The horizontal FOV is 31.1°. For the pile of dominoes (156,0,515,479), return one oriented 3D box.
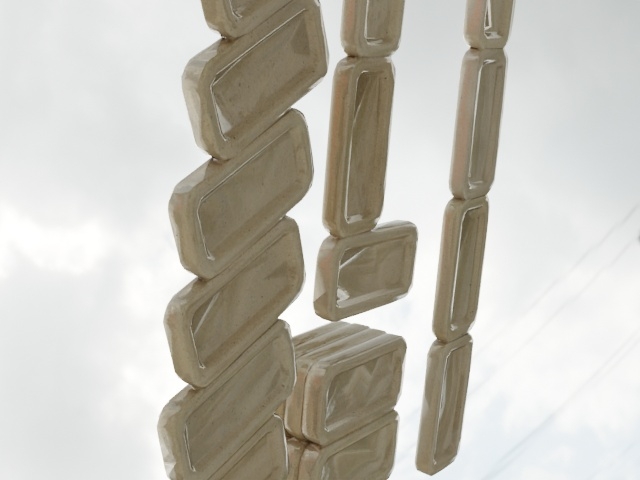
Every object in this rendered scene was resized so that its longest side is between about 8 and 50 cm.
[{"bbox_3d":[0.000,0.000,0.396,0.196,0.040,0.251,-14,-67,-56],"label":"pile of dominoes"}]
